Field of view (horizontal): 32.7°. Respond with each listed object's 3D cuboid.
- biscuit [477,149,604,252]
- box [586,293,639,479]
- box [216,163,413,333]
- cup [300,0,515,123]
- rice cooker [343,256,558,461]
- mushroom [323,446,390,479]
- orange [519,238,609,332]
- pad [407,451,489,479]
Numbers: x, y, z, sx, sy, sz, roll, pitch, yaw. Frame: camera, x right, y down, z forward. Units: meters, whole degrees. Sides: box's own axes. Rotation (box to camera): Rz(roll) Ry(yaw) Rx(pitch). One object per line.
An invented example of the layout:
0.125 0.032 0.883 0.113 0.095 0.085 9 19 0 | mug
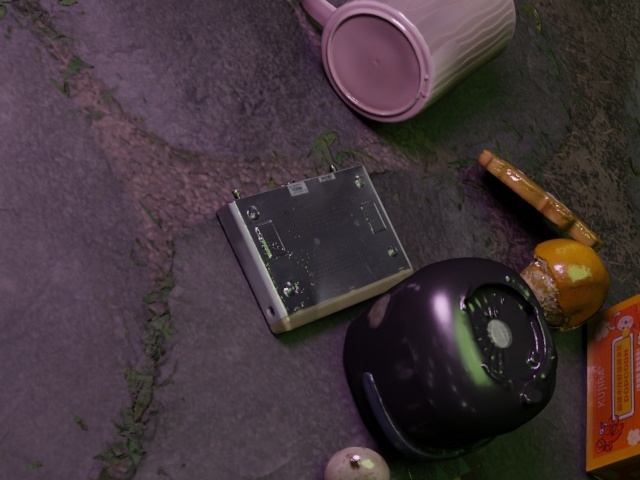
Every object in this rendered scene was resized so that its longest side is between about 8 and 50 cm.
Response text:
0.360 -0.069 1.787 0.249 0.035 0.184 38 9 -2 | biscuit
0.577 0.257 1.726 0.260 0.214 0.283 26 52 -22 | box
0.000 0.000 1.520 0.270 0.045 0.210 -17 79 -43 | box
0.133 -0.351 1.704 0.288 0.208 0.273 52 48 -5 | cup
0.180 0.157 1.455 0.267 0.224 0.267 19 57 -32 | rice cooker
0.044 0.294 1.387 0.085 0.085 0.079 35 15 -19 | mushroom
0.377 0.068 1.717 0.157 0.156 0.134 19 37 -30 | orange
0.206 0.390 1.502 0.143 0.003 0.211 -13 76 -42 | pad
